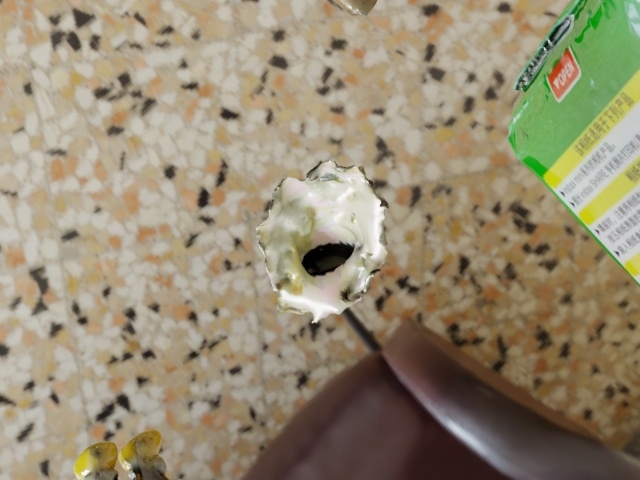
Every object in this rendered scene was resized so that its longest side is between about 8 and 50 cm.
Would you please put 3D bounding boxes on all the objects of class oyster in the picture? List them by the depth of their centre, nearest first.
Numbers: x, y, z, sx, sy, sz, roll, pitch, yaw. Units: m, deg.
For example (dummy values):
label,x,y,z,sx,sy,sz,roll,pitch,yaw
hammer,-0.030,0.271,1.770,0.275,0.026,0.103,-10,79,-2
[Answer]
label,x,y,z,sx,sy,sz,roll,pitch,yaw
oyster,0.008,-0.003,1.230,0.132,0.072,0.209,-1,129,9

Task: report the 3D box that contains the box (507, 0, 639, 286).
label,x,y,z,sx,sy,sz,roll,pitch,yaw
box,0.190,-0.009,0.452,0.103,0.180,0.250,-40,83,-14

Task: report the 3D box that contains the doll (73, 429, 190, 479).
label,x,y,z,sx,sy,sz,roll,pitch,yaw
doll,-0.119,0.318,1.054,0.103,0.316,0.145,-29,163,20

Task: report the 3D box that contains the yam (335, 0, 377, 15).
label,x,y,z,sx,sy,sz,roll,pitch,yaw
yam,-0.058,-0.383,1.517,0.327,0.045,0.045,37,106,-27
